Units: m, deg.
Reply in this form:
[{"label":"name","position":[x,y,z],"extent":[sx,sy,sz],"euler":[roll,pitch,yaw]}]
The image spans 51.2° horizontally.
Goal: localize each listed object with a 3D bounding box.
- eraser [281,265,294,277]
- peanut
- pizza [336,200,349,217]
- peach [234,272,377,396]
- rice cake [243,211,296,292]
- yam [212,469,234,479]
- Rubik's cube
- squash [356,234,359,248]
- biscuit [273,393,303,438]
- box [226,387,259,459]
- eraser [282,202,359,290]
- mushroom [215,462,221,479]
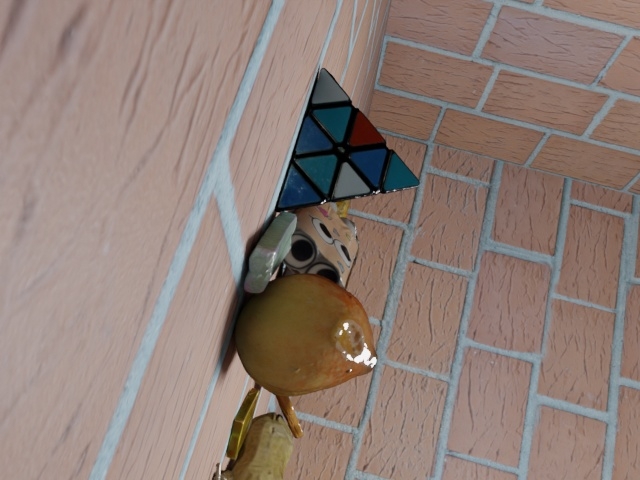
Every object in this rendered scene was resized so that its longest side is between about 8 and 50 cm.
[{"label":"eraser","position":[-0.073,0.168,1.423],"extent":[0.174,0.081,0.226],"euler":[101,5,-56]},{"label":"peanut","position":[-0.135,0.501,1.488],"extent":[0.290,0.130,0.130],"euler":[-69,173,-56]},{"label":"pizza","position":[0.012,-0.017,1.940],"extent":[0.335,0.086,0.226],"euler":[-67,176,-53]},{"label":"peach","position":[-0.019,0.156,1.054],"extent":[0.232,0.233,0.232],"euler":[15,90,-86]},{"label":"rice cake","position":[-0.077,0.017,1.048],"extent":[0.221,0.042,0.080],"euler":[-67,176,-73]},{"label":"yam","position":[-0.186,0.462,1.297],"extent":[0.145,0.032,0.032],"euler":[97,9,-73]},{"label":"Rubik's cube","position":[0.032,-0.128,1.279],"extent":[0.234,0.250,0.284],"euler":[149,-46,-67]},{"label":"squash","position":[0.012,0.035,1.641],"extent":[0.193,0.156,0.193],"euler":[-54,177,-4]},{"label":"biscuit","position":[-0.099,0.354,1.578],"extent":[0.250,0.036,0.165],"euler":[77,-13,-45]},{"label":"box","position":[-0.161,0.380,1.398],"extent":[0.156,0.022,0.089],"euler":[-63,169,-75]},{"label":"eraser","position":[0.000,0.000,1.394],"extent":[0.087,0.171,0.290],"euler":[-35,-170,18]},{"label":"mushroom","position":[-0.215,0.549,1.201],"extent":[0.068,0.043,0.306],"euler":[-8,-114,67]}]
